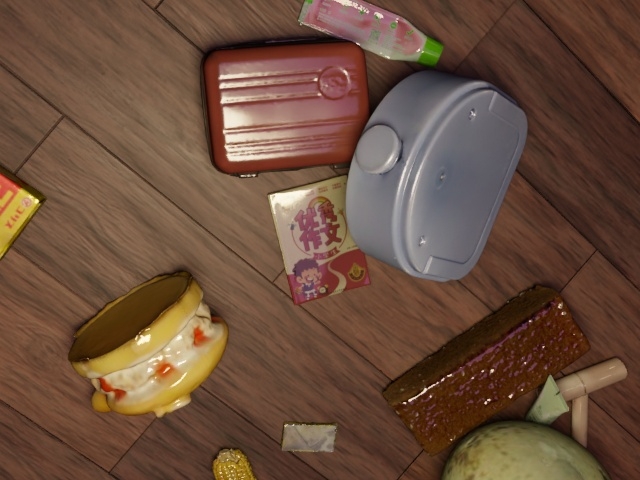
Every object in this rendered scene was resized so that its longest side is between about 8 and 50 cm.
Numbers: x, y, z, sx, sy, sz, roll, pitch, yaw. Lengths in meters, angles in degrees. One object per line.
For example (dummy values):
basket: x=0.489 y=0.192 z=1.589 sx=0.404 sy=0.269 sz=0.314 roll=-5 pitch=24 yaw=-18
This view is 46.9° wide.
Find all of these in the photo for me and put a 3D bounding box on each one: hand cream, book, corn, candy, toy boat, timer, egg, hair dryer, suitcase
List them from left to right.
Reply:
candy: x=-0.635 y=-0.096 z=1.276 sx=0.276 sy=0.088 sz=0.146 roll=35 pitch=91 yaw=-15
corn: x=-0.155 y=0.525 z=1.496 sx=0.080 sy=0.080 sz=0.238 roll=-20 pitch=106 yaw=-7
suitcase: x=-0.062 y=-0.241 z=1.325 sx=0.297 sy=0.161 sz=0.236 roll=-6 pitch=102 yaw=-10
toy boat: x=-0.023 y=0.407 z=1.532 sx=0.115 sy=0.016 sz=0.063 roll=5 pitch=100 yaw=-12
book: x=0.000 y=0.000 z=1.456 sx=0.162 sy=0.022 sz=0.231 roll=-15 pitch=104 yaw=-9
hand cream: x=0.097 y=-0.398 z=1.393 sx=0.275 sy=0.050 sz=0.079 roll=20 pitch=71 yaw=-9
timer: x=0.188 y=-0.124 z=1.329 sx=0.395 sy=0.173 sz=0.394 roll=-27 pitch=130 yaw=-38
egg: x=0.409 y=0.537 z=1.464 sx=0.345 sy=0.345 sz=0.428 roll=-50 pitch=125 yaw=1
hand cream: x=0.468 y=0.352 z=1.538 sx=0.050 sy=0.205 sz=0.078 roll=-13 pitch=59 yaw=-10
hair dryer: x=0.596 y=0.388 z=1.634 sx=0.195 sy=0.053 sz=0.220 roll=-20 pitch=105 yaw=-8

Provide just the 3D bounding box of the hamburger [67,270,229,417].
hamburger: x=-0.310 y=0.205 z=1.322 sx=0.303 sy=0.261 sz=0.186 roll=-24 pitch=109 yaw=12

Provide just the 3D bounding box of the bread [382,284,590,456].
bread: x=0.342 y=0.268 z=1.530 sx=0.417 sy=0.113 sz=0.165 roll=-33 pitch=104 yaw=-2
